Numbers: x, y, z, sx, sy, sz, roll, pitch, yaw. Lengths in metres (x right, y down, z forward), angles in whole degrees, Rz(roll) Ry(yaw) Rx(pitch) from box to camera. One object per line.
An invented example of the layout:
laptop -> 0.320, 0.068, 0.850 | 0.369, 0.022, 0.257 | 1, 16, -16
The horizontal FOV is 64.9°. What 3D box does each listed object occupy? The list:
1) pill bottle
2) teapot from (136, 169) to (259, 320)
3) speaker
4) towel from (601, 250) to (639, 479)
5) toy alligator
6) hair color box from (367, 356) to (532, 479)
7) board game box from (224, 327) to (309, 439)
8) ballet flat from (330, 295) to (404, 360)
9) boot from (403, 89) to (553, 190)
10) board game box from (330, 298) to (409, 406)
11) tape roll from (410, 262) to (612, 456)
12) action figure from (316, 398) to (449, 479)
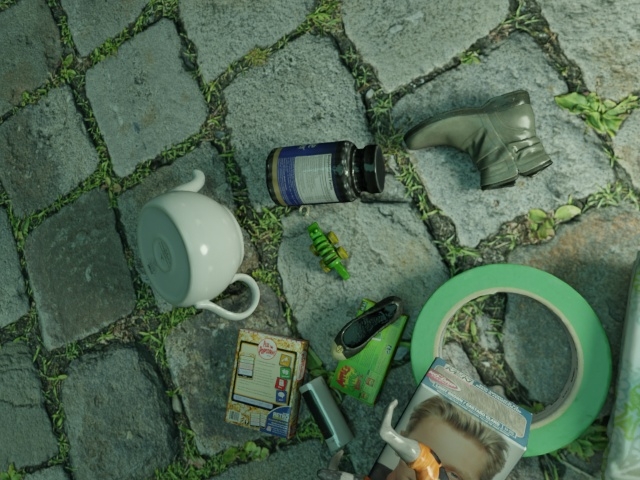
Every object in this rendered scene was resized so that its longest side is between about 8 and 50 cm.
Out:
pill bottle -> 0.012, -0.133, 0.999 | 0.219, 0.123, 0.123 | -3, 83, 18
teapot -> -0.244, 0.011, 1.047 | 0.252, 0.187, 0.256 | 25, 120, 38
speaker -> 0.012, 0.337, 0.983 | 0.055, 0.055, 0.136 | -32, 75, 13
towel -> 0.611, 0.212, 0.728 | 0.320, 0.090, 0.374 | 9, 86, 24
toy alligator -> 0.000, 0.000, 1.025 | 0.056, 0.051, 0.189 | -35, 74, 12
hair color box -> 0.182, 0.389, 0.836 | 0.174, 0.105, 0.347 | 29, 113, 19
board game box -> -0.110, 0.289, 1.035 | 0.147, 0.045, 0.193 | 8, 87, 20
ballet flat -> 0.081, 0.161, 0.934 | 0.173, 0.049, 0.057 | -43, 71, 10
boot -> 0.287, -0.166, 0.934 | 0.246, 0.083, 0.161 | -15, 85, 18
board game box -> 0.096, 0.214, 0.973 | 0.092, 0.043, 0.181 | 21, 91, 20
tape roll -> 0.322, 0.201, 0.881 | 0.321, 0.077, 0.321 | -2, 84, 19
action figure -> 0.128, 0.442, 0.721 | 0.330, 0.178, 0.341 | 47, 117, 19
